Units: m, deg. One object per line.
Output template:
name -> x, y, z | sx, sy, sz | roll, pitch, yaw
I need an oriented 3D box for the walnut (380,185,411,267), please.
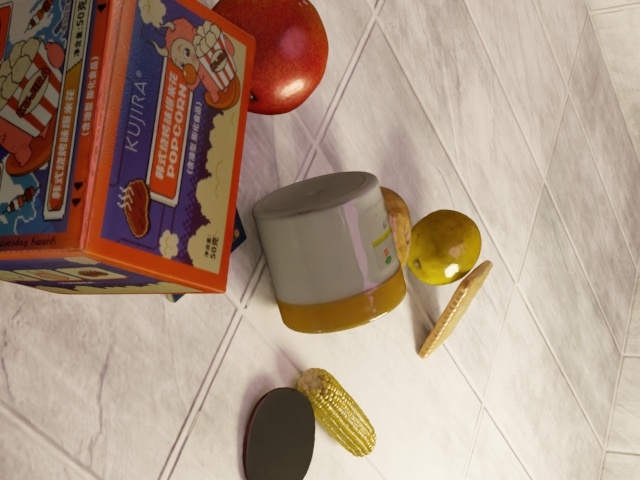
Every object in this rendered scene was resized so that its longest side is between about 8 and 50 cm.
walnut -> 0.105, -0.011, 1.914 | 0.165, 0.165, 0.197 | -15, 101, -56

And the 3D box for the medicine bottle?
medicine bottle -> 0.018, 0.017, 1.705 | 0.238, 0.238, 0.232 | -37, 118, -51

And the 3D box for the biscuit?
biscuit -> 0.314, 0.161, 2.211 | 0.160, 0.030, 0.250 | -32, 153, -51

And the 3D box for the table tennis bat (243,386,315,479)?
table tennis bat -> -0.075, 0.418, 1.716 | 0.173, 0.022, 0.301 | 11, 82, -44

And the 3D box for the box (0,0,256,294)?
box -> -0.293, -0.122, 1.173 | 0.257, 0.318, 0.349 | 22, 71, -52

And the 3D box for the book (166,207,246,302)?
book -> -0.228, -0.092, 1.540 | 0.228, 0.018, 0.322 | -45, 124, -47

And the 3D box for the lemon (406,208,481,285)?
lemon -> 0.281, 0.013, 2.161 | 0.207, 0.170, 0.170 | -40, 121, -41

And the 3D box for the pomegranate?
pomegranate -> -0.094, -0.331, 1.583 | 0.257, 0.221, 0.221 | -80, 148, -47

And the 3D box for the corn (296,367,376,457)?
corn -> 0.034, 0.337, 1.855 | 0.248, 0.081, 0.081 | 54, 46, -39
